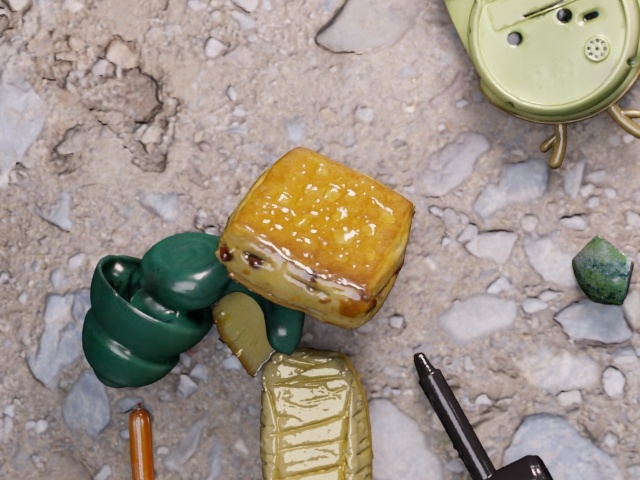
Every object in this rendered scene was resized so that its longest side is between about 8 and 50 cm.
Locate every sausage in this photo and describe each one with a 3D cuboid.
[{"bbox_3d":[-0.239,0.270,1.630,0.031,0.031,0.107,-5,92,9],"label":"sausage"}]

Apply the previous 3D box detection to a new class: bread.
[{"bbox_3d":[-0.094,0.108,1.578,0.109,0.080,0.084,44,95,3],"label":"bread"},{"bbox_3d":[0.000,0.000,1.498,0.210,0.235,0.099,26,131,6],"label":"bread"},{"bbox_3d":[-0.005,0.251,1.556,0.140,0.106,0.236,-3,91,10],"label":"bread"}]

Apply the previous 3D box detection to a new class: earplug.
[{"bbox_3d":[-0.173,0.097,1.555,0.257,0.164,0.280,39,108,-3],"label":"earplug"}]

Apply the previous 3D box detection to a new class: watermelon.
[{"bbox_3d":[0.359,0.030,1.514,0.084,0.092,0.072,50,59,-4],"label":"watermelon"}]

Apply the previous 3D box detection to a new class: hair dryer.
[{"bbox_3d":[0.197,0.244,1.556,0.114,0.070,0.248,-30,79,9],"label":"hair dryer"}]

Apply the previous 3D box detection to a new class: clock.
[{"bbox_3d":[0.287,-0.248,1.485,0.235,0.096,0.308,-20,93,19],"label":"clock"}]
